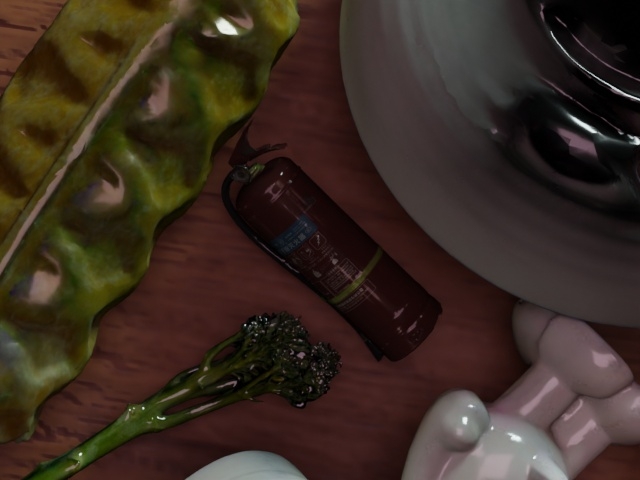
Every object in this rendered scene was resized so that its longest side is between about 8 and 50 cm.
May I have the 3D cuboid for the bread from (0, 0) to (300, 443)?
[{"bbox_3d":[-0.107,-0.036,0.903,0.098,0.087,0.269,31,84,28],"label":"bread"}]

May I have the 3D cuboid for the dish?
[{"bbox_3d":[0.152,-0.108,0.865,0.273,0.134,0.273,3,70,-7],"label":"dish"}]

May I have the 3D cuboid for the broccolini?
[{"bbox_3d":[-0.081,0.091,0.912,0.194,0.052,0.054,-31,103,-11],"label":"broccolini"}]

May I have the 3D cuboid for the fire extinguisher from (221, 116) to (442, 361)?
[{"bbox_3d":[0.000,0.000,0.922,0.132,0.056,0.039,44,41,-11],"label":"fire extinguisher"}]

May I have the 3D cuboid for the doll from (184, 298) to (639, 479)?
[{"bbox_3d":[0.014,0.128,0.887,0.208,0.144,0.271,32,88,-21],"label":"doll"}]
